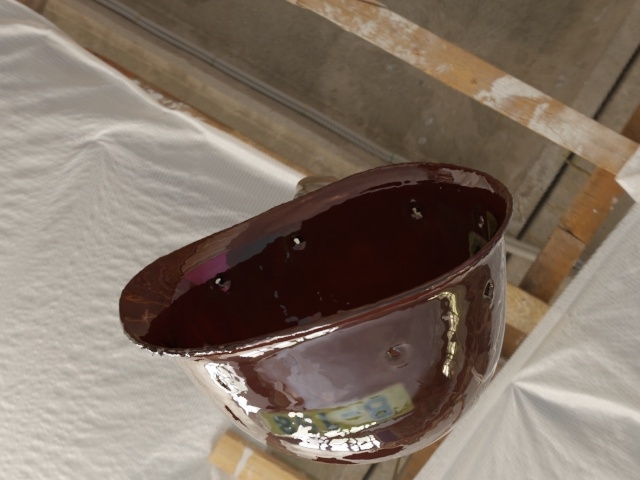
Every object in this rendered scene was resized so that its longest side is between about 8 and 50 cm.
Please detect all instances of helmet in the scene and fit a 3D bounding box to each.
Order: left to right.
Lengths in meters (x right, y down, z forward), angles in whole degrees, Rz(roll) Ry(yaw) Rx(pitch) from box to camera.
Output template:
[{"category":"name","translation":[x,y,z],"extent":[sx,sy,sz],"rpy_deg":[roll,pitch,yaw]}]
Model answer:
[{"category":"helmet","translation":[0.021,0.094,0.694],"extent":[0.384,0.337,0.230],"rpy_deg":[-16,-69,14]}]

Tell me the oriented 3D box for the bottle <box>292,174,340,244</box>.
[{"category":"bottle","translation":[0.000,0.000,1.139],"extent":[0.097,0.110,0.209],"rpy_deg":[4,-72,35]}]
